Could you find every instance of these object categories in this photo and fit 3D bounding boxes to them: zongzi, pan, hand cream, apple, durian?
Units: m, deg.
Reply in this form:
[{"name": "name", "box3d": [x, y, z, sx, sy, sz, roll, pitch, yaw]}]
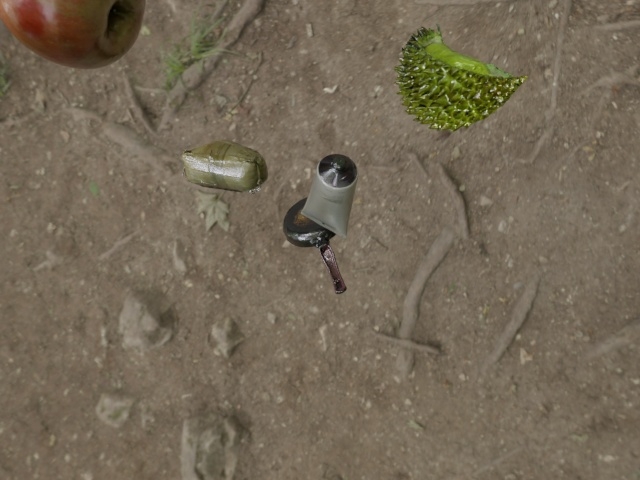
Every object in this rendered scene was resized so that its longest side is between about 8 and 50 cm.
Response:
[{"name": "zongzi", "box3d": [-0.181, -0.180, 0.997, 0.195, 0.197, 0.099, 13, 121, 23]}, {"name": "pan", "box3d": [-0.001, -0.001, 0.752, 0.115, 0.212, 0.040, -23, 141, 3]}, {"name": "hand cream", "box3d": [0.015, -0.061, 0.646, 0.087, 0.054, 0.186, 30, 156, 6]}, {"name": "apple", "box3d": [-0.350, -0.348, 0.630, 0.164, 0.209, 0.209, 30, 127, -4]}, {"name": "durian", "box3d": [0.263, -0.341, 0.943, 0.169, 0.351, 0.158, -18, 131, -10]}]
